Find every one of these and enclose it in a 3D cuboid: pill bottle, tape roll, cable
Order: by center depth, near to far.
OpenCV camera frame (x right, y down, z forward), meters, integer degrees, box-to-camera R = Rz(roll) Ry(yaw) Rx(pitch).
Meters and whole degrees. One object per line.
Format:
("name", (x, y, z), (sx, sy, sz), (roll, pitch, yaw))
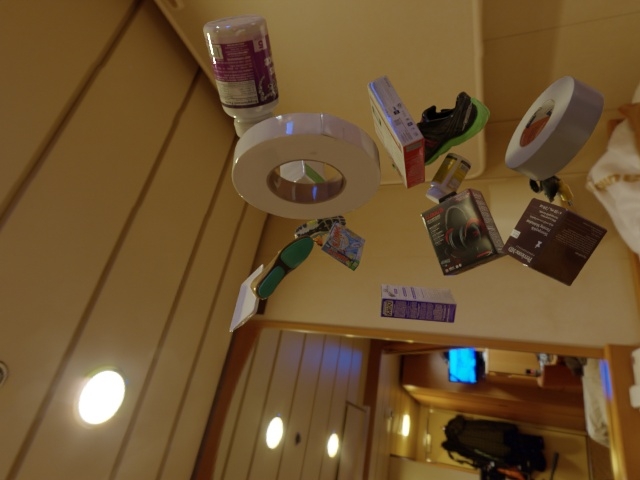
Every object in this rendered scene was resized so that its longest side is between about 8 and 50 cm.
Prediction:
("tape roll", (0.511, -0.245, 0.891), (0.219, 0.072, 0.219), (-63, 0, 0))
("tape roll", (-0.036, -0.177, 1.058), (0.392, 0.393, 0.071), (50, -144, -56))
("pill bottle", (-0.206, -0.448, 1.118), (0.169, 0.170, 0.301), (-64, -26, -46))
("cable", (0.725, -0.222, 1.271), (0.287, 0.072, 0.139), (52, 179, -41))
("pill bottle", (0.556, -0.265, 1.750), (0.208, 0.119, 0.119), (-59, -25, 4))

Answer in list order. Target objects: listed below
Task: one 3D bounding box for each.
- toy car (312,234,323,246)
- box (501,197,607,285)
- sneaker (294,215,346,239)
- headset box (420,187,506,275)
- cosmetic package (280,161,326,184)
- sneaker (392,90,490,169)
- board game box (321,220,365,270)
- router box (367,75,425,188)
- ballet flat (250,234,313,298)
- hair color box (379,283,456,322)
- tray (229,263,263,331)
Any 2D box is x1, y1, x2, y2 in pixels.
("toy car", (0.000, 0.000, 1.925), (0.040, 0.060, 0.122), (-52, 7, -7))
("box", (0.729, 0.001, 1.264), (0.203, 0.167, 0.168), (-64, 15, 13))
("sneaker", (-0.001, -0.063, 2.094), (0.110, 0.276, 0.106), (63, -170, -67))
("headset box", (0.525, -0.041, 1.497), (0.110, 0.218, 0.292), (4, -116, -45))
("cosmetic package", (-0.089, -0.358, 1.991), (0.197, 0.155, 0.365), (35, -143, -42))
("sneaker", (0.485, -0.464, 1.729), (0.202, 0.483, 0.185), (48, -132, -9))
("board game box", (0.085, 0.015, 1.420), (0.035, 0.136, 0.201), (-55, 5, 27))
("router box", (0.300, -0.419, 1.576), (0.301, 0.082, 0.335), (57, -170, -64))
("ballet flat", (-0.117, 0.066, 1.151), (0.232, 0.073, 0.080), (-46, -59, -17))
("hair color box", (0.458, 0.299, 1.922), (0.185, 0.339, 0.109), (-64, -22, -73))
("tray", (-0.265, 0.214, 1.499), (0.030, 0.145, 0.270), (39, -155, -22))
